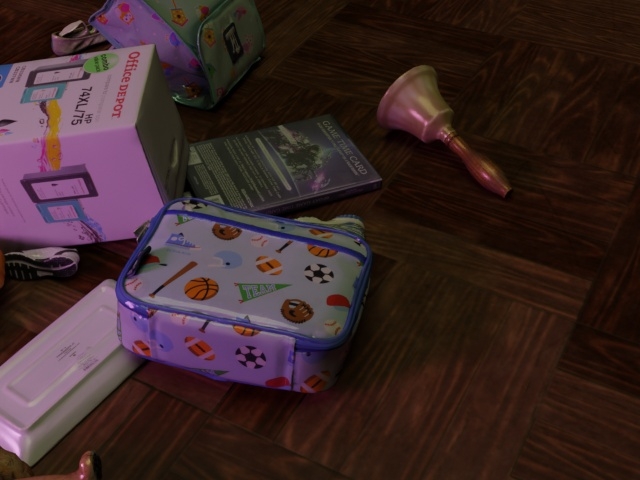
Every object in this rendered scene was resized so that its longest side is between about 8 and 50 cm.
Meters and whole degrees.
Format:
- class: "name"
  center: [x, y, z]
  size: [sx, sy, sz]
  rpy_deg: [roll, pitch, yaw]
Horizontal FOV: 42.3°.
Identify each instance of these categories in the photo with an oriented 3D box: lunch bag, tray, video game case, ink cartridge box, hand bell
- class: "lunch bag"
  center: [-0.231, -0.378, 1.460]
  size: [0.262, 0.160, 0.223]
  rpy_deg: [42, 45, -13]
- class: "tray"
  center: [-0.307, 0.145, 1.013]
  size: [0.145, 0.030, 0.270]
  rpy_deg: [24, 48, 25]
- class: "video game case"
  center: [-0.069, -0.113, 1.282]
  size: [0.274, 0.026, 0.196]
  rpy_deg: [-14, 44, -18]
- class: "ink cartridge box"
  center: [-0.344, -0.127, 1.164]
  size: [0.270, 0.197, 0.198]
  rpy_deg: [-7, 44, 5]
- class: "hand bell"
  center: [0.211, -0.152, 1.284]
  size: [0.126, 0.126, 0.242]
  rpy_deg: [-28, 59, -26]
- class: "lunch bag"
  center: [-0.095, 0.054, 1.026]
  size: [0.304, 0.115, 0.243]
  rpy_deg: [14, 41, 7]

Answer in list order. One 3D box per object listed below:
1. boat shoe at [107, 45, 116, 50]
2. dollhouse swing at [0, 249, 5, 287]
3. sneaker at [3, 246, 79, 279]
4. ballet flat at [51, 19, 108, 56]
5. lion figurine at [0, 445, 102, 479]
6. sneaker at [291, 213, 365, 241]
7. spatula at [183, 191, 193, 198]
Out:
- class: "boat shoe"
  center: [-0.331, -0.369, 1.554]
  size: [0.076, 0.080, 0.228]
  rpy_deg: [4, 42, 42]
- class: "dollhouse swing"
  center: [-0.633, -0.004, 1.015]
  size: [0.305, 0.315, 0.347]
  rpy_deg: [1, 37, 36]
- class: "sneaker"
  center: [-0.385, 0.029, 1.144]
  size: [0.109, 0.040, 0.043]
  rpy_deg: [3, 26, 1]
- class: "ballet flat"
  center: [-0.445, -0.408, 1.611]
  size: [0.168, 0.052, 0.057]
  rpy_deg: [-34, 51, -31]
- class: "lion figurine"
  center: [-0.293, 0.332, 0.729]
  size: [0.240, 0.142, 0.392]
  rpy_deg: [-15, 47, -3]
- class: "sneaker"
  center: [0.000, 0.000, 1.146]
  size: [0.135, 0.052, 0.058]
  rpy_deg: [-10, 47, -8]
- class: "spatula"
  center: [-0.250, -0.105, 1.294]
  size: [0.242, 0.019, 0.168]
  rpy_deg: [-11, 42, -9]
